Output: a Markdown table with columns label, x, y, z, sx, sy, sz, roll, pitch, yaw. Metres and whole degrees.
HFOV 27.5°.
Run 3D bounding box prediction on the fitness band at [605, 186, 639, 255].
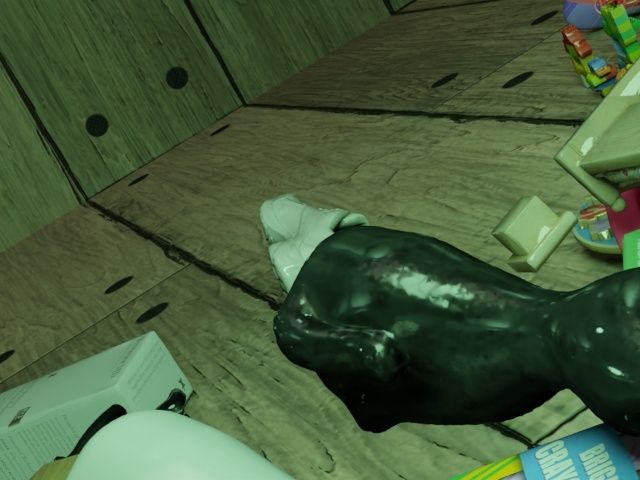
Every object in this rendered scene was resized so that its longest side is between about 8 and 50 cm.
| label | x | y | z | sx | sy | sz | roll | pitch | yaw |
| --- | --- | --- | --- | --- | --- | --- | --- | --- | --- |
| fitness band | 0.313 | -0.040 | 0.946 | 0.209 | 0.054 | 0.291 | -32 | 26 | 17 |

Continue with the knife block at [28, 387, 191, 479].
| label | x | y | z | sx | sy | sz | roll | pitch | yaw |
| --- | --- | --- | --- | --- | --- | --- | --- | --- | --- |
| knife block | -0.203 | 0.233 | 1.050 | 0.276 | 0.088 | 0.242 | -32 | 15 | -9 |

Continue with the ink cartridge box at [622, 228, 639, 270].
| label | x | y | z | sx | sy | sz | roll | pitch | yaw |
| --- | --- | --- | --- | --- | --- | --- | --- | --- | --- |
| ink cartridge box | 0.318 | 0.028 | 0.694 | 0.289 | 0.121 | 0.211 | -24 | 15 | 20 |

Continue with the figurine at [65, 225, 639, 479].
| label | x | y | z | sx | sy | sz | roll | pitch | yaw |
| --- | --- | --- | --- | --- | --- | --- | --- | --- | --- |
| figurine | 0.033 | 0.074 | 0.469 | 0.215 | 0.092 | 0.209 | -40 | 22 | -33 |

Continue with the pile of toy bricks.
| label | x | y | z | sx | sy | sz | roll | pitch | yaw |
| --- | --- | --- | --- | --- | --- | --- | --- | --- | --- |
| pile of toy bricks | 0.351 | -0.233 | 1.508 | 0.118 | 0.105 | 0.212 | -29 | 15 | 1 |

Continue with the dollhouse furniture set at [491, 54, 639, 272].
| label | x | y | z | sx | sy | sz | roll | pitch | yaw |
| --- | --- | --- | --- | --- | --- | --- | --- | --- | --- |
| dollhouse furniture set | 0.314 | -0.078 | 0.785 | 0.355 | 0.174 | 0.303 | -49 | 6 | -6 |

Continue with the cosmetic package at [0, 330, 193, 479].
| label | x | y | z | sx | sy | sz | roll | pitch | yaw |
| --- | --- | --- | --- | --- | --- | --- | --- | --- | --- |
| cosmetic package | -0.256 | 0.183 | 1.314 | 0.231 | 0.085 | 0.117 | -24 | 16 | 22 |

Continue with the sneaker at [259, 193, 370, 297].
| label | x | y | z | sx | sy | sz | roll | pitch | yaw |
| --- | --- | --- | --- | --- | --- | --- | --- | --- | --- |
| sneaker | 0.000 | 0.000 | 1.467 | 0.115 | 0.090 | 0.232 | -22 | 24 | 1 |

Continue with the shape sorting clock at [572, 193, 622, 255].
| label | x | y | z | sx | sy | sz | roll | pitch | yaw |
| --- | --- | --- | --- | --- | --- | --- | --- | --- | --- |
| shape sorting clock | 0.310 | -0.046 | 1.105 | 0.206 | 0.040 | 0.206 | -27 | 16 | 8 |

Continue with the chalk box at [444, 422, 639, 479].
| label | x | y | z | sx | sy | sz | roll | pitch | yaw |
| --- | --- | --- | --- | --- | --- | --- | --- | --- | --- |
| chalk box | 0.152 | 0.167 | 0.447 | 0.289 | 0.180 | 0.179 | -23 | 17 | 18 |

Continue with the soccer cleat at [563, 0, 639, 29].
| label | x | y | z | sx | sy | sz | roll | pitch | yaw |
| --- | --- | --- | --- | --- | --- | --- | --- | --- | --- |
| soccer cleat | 0.438 | -0.342 | 1.767 | 0.248 | 0.083 | 0.095 | -17 | 24 | 29 |
